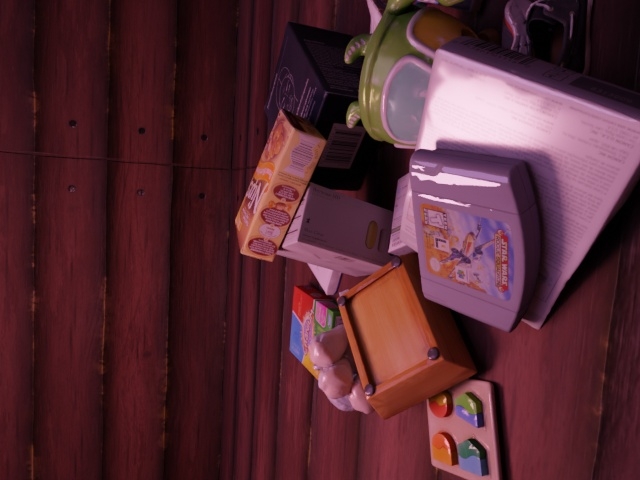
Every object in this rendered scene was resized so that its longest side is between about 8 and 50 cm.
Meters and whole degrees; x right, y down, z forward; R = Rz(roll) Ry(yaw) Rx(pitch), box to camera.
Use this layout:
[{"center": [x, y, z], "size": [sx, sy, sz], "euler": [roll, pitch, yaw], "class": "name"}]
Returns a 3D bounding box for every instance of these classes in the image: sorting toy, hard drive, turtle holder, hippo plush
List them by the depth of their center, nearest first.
[{"center": [0.203, -0.326, 0.869], "size": [0.227, 0.243, 0.320], "euler": [26, 111, 29], "class": "turtle holder"}, {"center": [0.271, 0.369, 0.921], "size": [0.208, 0.038, 0.193], "euler": [160, 109, -64], "class": "sorting toy"}, {"center": [0.051, 0.306, 1.172], "size": [0.236, 0.234, 0.294], "euler": [124, 140, -49], "class": "hippo plush"}, {"center": [0.000, 0.000, 1.530], "size": [0.318, 0.040, 0.210], "euler": [-125, 43, -52], "class": "hard drive"}]

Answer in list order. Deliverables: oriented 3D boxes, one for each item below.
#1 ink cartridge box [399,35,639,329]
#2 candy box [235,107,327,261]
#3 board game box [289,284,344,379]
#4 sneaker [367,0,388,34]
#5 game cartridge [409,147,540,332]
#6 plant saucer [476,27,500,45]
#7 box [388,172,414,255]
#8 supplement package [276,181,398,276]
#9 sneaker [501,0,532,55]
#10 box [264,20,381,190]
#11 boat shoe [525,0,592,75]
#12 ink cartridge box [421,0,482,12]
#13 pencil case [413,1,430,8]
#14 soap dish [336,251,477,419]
[{"center": [0.292, -0.082, 0.738], "size": [0.308, 0.091, 0.385], "euler": [36, 143, 31], "class": "ink cartridge box"}, {"center": [-0.104, -0.132, 1.104], "size": [0.316, 0.088, 0.183], "euler": [-63, 24, 20], "class": "candy box"}, {"center": [-0.009, 0.299, 1.508], "size": [0.316, 0.064, 0.242], "euler": [-160, 73, -64], "class": "board game box"}, {"center": [0.156, -0.505, 1.137], "size": [0.129, 0.111, 0.297], "euler": [135, 133, -64], "class": "sneaker"}, {"center": [0.245, 0.005, 0.745], "size": [0.198, 0.062, 0.297], "euler": [25, 137, 48], "class": "game cartridge"}, {"center": [0.309, -0.366, 0.896], "size": [0.083, 0.015, 0.083], "euler": [-179, 90, -66], "class": "plant saucer"}, {"center": [0.211, -0.071, 1.015], "size": [0.145, 0.038, 0.186], "euler": [149, 134, -62], "class": "box"}, {"center": [0.037, -0.016, 1.154], "size": [0.204, 0.262, 0.145], "euler": [-19, 58, 64], "class": "supplement package"}, {"center": [0.341, -0.328, 0.797], "size": [0.065, 0.061, 0.157], "euler": [65, -156, -84], "class": "sneaker"}, {"center": [0.008, -0.379, 1.322], "size": [0.293, 0.212, 0.395], "euler": [114, 146, -41], "class": "box"}, {"center": [0.358, -0.346, 0.713], "size": [0.084, 0.079, 0.233], "euler": [167, 105, -67], "class": "boat shoe"}, {"center": [0.236, -0.571, 0.896], "size": [0.206, 0.045, 0.208], "euler": [30, 127, 30], "class": "ink cartridge box"}, {"center": [0.229, -0.616, 0.986], "size": [0.104, 0.104, 0.236], "euler": [-113, 33, -42], "class": "pencil case"}, {"center": [0.162, 0.189, 0.981], "size": [0.229, 0.118, 0.290], "euler": [-38, 48, 25], "class": "soap dish"}]
